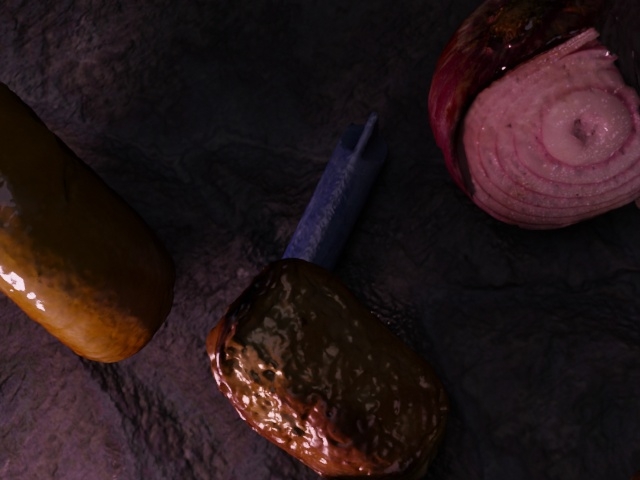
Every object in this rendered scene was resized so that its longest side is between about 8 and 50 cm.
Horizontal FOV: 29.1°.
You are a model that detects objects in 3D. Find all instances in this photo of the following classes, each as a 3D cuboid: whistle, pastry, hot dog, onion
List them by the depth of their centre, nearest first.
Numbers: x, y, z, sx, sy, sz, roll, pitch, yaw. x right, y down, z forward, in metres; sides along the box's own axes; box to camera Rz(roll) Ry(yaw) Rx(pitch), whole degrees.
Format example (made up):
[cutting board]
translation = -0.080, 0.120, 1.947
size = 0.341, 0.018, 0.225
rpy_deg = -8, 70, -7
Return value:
[hot dog]
translation = 0.009, 0.143, 1.259
size = 0.259, 0.114, 0.175
rpy_deg = 43, 74, -4
[onion]
translation = 0.238, -0.162, 1.262
size = 0.256, 0.272, 0.230
rpy_deg = -4, 44, 8
[pastry]
translation = -0.296, -0.025, 1.309
size = 0.164, 0.356, 0.356
rpy_deg = -42, 65, -8
[whistle]
translation = 0.000, 0.000, 1.351
size = 0.062, 0.062, 0.304
rpy_deg = 20, 78, 22

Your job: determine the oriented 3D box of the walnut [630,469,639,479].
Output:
[walnut]
translation = 0.320, 0.299, 1.084
size = 0.203, 0.203, 0.298
rpy_deg = 35, 80, 24
